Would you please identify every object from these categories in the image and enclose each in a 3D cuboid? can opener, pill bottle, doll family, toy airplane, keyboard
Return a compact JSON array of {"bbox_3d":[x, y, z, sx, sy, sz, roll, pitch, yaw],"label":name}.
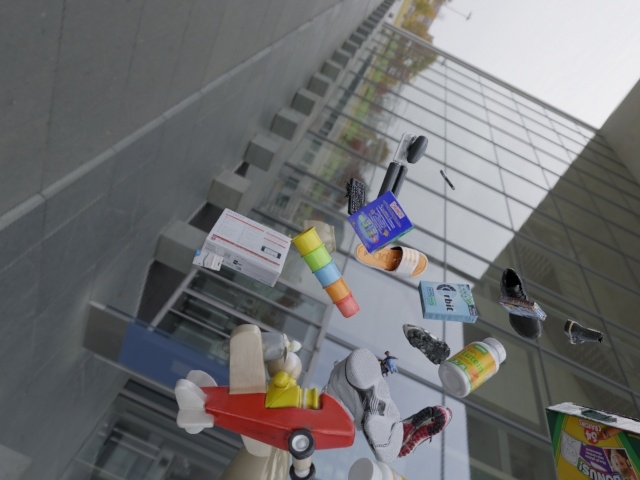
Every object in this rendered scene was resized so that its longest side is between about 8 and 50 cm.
[{"bbox_3d":[0.271,-0.236,1.727,0.093,0.074,0.280,41,-68,56],"label":"can opener"},{"bbox_3d":[0.173,0.684,1.390,0.118,0.208,0.117,-33,-151,21],"label":"pill bottle"},{"bbox_3d":[0.287,0.606,2.447,0.111,0.193,0.076,68,-30,28],"label":"doll family"},{"bbox_3d":[0.563,0.456,1.852,0.246,0.136,0.136,-24,160,-30],"label":"pill bottle"},{"bbox_3d":[-0.146,0.371,1.203,0.386,0.384,0.272,-31,-160,40],"label":"toy airplane"},{"bbox_3d":[0.140,-0.173,1.985,0.038,0.100,0.191,-44,-148,45],"label":"keyboard"}]

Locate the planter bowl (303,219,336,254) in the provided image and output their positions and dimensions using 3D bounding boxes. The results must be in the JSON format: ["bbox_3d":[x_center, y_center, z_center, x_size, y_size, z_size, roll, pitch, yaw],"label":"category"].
[{"bbox_3d":[0.000,0.000,1.835,0.162,0.109,0.161,-6,90,-87],"label":"planter bowl"}]

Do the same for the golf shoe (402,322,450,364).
[{"bbox_3d":[0.328,0.313,1.564,0.077,0.198,0.094,-47,-147,1],"label":"golf shoe"}]

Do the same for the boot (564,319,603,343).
[{"bbox_3d":[1.075,0.392,2.029,0.137,0.198,0.076,18,-99,45],"label":"boot"}]

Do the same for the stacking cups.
[{"bbox_3d":[0.018,0.112,1.660,0.096,0.316,0.096,-29,-172,4],"label":"stacking cups"}]

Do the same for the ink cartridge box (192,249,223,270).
[{"bbox_3d":[-0.363,0.064,1.631,0.028,0.084,0.048,73,32,-78],"label":"ink cartridge box"}]

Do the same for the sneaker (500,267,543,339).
[{"bbox_3d":[0.738,0.232,1.886,0.130,0.109,0.286,51,20,-53],"label":"sneaker"}]

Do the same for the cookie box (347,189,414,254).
[{"bbox_3d":[0.126,-0.036,1.049,0.107,0.091,0.040,-33,169,11],"label":"cookie box"}]

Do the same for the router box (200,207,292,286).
[{"bbox_3d":[-0.309,0.024,2.176,0.082,0.336,0.301,-61,-173,28],"label":"router box"}]

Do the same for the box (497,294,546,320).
[{"bbox_3d":[0.696,0.233,1.748,0.137,0.094,0.027,9,-116,55],"label":"box"}]

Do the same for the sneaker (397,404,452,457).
[{"bbox_3d":[0.346,0.689,1.819,0.299,0.120,0.112,-36,153,26],"label":"sneaker"}]

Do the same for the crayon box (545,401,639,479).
[{"bbox_3d":[0.865,0.681,1.506,0.363,0.106,0.312,159,-78,-71],"label":"crayon box"}]

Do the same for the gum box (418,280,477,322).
[{"bbox_3d":[0.453,0.217,1.811,0.156,0.185,0.041,-87,-177,-50],"label":"gum box"}]

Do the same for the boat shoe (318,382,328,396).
[{"bbox_3d":[0.021,0.655,2.112,0.184,0.066,0.063,-36,168,-42],"label":"boat shoe"}]

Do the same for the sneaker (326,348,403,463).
[{"bbox_3d":[0.142,0.554,1.695,0.210,0.138,0.365,-36,-112,56],"label":"sneaker"}]

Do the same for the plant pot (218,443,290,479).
[{"bbox_3d":[-0.216,0.830,1.849,0.273,0.257,0.256,-64,-178,-34],"label":"plant pot"}]

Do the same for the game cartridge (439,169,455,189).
[{"bbox_3d":[0.492,-0.236,1.960,0.017,0.083,0.056,-34,-155,21],"label":"game cartridge"}]

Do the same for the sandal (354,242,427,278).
[{"bbox_3d":[0.244,0.065,1.681,0.076,0.266,0.101,158,-58,-73],"label":"sandal"}]
